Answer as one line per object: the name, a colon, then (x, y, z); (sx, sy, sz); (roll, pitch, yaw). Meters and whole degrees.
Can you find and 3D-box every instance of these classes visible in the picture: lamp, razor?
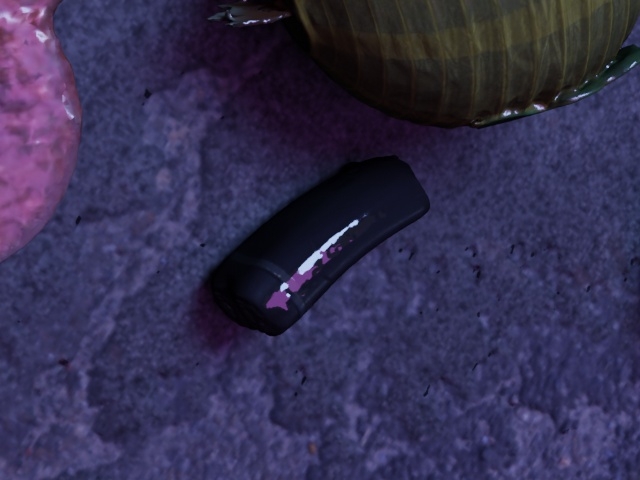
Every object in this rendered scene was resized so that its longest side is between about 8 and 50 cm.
lamp: (0.063, -0.174, 1.071); (0.284, 0.250, 0.250); (-25, 107, -14)
razor: (0.000, 0.000, 1.154); (0.148, 0.090, 0.054); (-39, 110, -16)

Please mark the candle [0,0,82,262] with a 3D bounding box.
candle: (-0.259, -0.144, 0.980); (0.287, 0.131, 0.317); (8, 99, -18)
